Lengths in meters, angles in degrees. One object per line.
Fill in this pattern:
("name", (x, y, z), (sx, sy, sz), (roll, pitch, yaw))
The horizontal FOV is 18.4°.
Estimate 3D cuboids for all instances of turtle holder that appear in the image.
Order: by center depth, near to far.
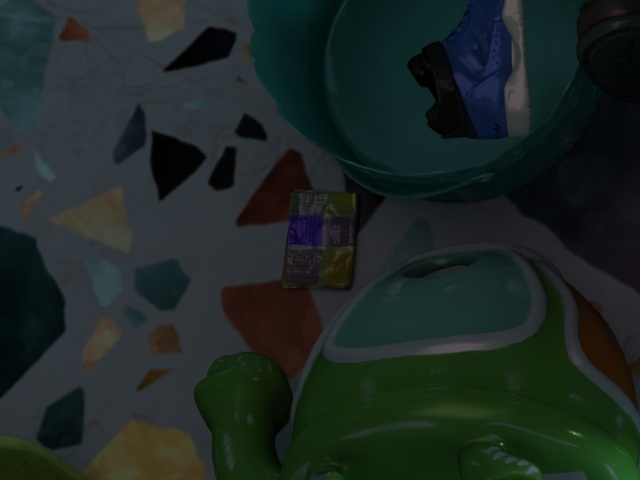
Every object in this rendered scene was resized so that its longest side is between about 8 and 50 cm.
("turtle holder", (0.084, 0.137, 1.456), (0.320, 0.243, 0.227), (-30, 41, 41))

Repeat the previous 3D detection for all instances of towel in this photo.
("towel", (0.000, 0.000, 1.600), (0.060, 0.009, 0.083), (4, 80, 16))

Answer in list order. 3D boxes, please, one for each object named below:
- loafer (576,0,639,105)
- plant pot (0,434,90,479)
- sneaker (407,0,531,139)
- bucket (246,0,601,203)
("loafer", (0.270, -0.145, 1.444), (0.096, 0.267, 0.084), (-27, 62, 37))
("plant pot", (-0.283, 0.328, 1.493), (0.254, 0.276, 0.276), (-33, 73, 18))
("sneaker", (0.101, -0.145, 1.386), (0.084, 0.058, 0.152), (-4, 85, 5))
("bucket", (0.090, -0.162, 1.519), (0.281, 0.183, 0.281), (-3, 77, 14))
